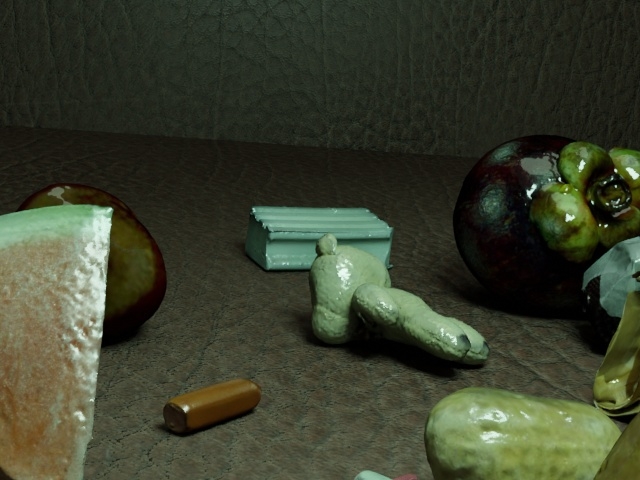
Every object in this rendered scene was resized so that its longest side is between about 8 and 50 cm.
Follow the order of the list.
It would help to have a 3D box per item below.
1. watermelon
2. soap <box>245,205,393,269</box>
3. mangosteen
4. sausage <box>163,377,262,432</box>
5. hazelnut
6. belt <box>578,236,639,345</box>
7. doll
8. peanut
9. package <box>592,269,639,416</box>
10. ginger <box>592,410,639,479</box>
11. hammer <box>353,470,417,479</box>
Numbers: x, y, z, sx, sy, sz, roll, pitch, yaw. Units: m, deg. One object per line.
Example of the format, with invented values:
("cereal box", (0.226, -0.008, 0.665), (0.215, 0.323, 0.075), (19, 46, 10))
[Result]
("watermelon", (-0.313, 0.101, 1.036), (0.283, 0.250, 0.292), (-14, 20, -42))
("soap", (0.000, 0.000, 1.939), (0.261, 0.094, 0.150), (1, 19, -23))
("mangosteen", (0.383, -0.037, 1.745), (0.330, 0.330, 0.330), (5, 13, -1))
("sausage", (-0.117, 0.183, 1.192), (0.039, 0.041, 0.131), (9, 13, 40))
("hazelnut", (-0.321, 0.040, 1.429), (0.229, 0.230, 0.229), (5, 13, -1))
("belt", (0.534, 0.089, 1.553), (0.289, 0.184, 0.164), (0, 16, 2))
("doll", (0.095, 0.111, 1.474), (0.278, 0.175, 0.149), (24, 60, 34))
("peanut", (0.203, 0.212, 1.024), (0.224, 0.129, 0.129), (12, 11, -12))
("package", (0.512, 0.110, 1.349), (0.311, 0.165, 0.221), (-4, -14, -34))
("ginger", (0.345, 0.210, 0.885), (0.200, 0.223, 0.269), (20, 17, 36))
("hammer", (0.070, 0.242, 1.046), (0.052, 0.031, 0.083), (19, 12, 35))
